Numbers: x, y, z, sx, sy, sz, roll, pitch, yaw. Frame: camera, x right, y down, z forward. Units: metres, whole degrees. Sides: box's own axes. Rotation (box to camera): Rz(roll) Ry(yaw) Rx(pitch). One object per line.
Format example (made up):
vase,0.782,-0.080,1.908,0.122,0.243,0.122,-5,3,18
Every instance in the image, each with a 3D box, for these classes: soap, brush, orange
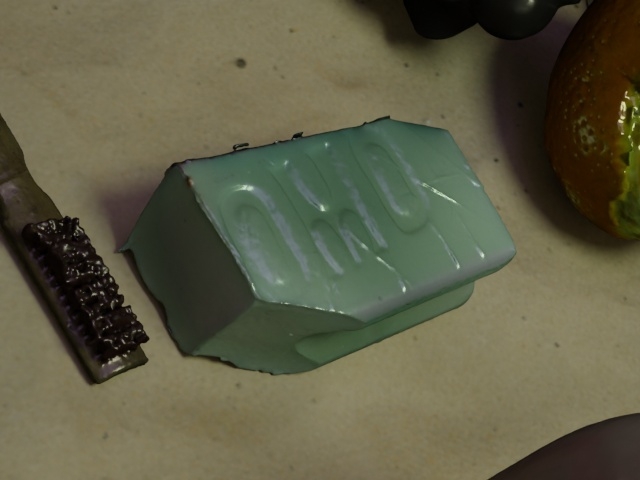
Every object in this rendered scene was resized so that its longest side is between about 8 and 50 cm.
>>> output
soap,0.000,0.000,0.936,0.230,0.091,0.145,-20,72,-37
brush,-0.183,-0.024,0.886,0.043,0.036,0.248,-22,74,-41
orange,0.269,-0.119,1.088,0.179,0.237,0.158,13,21,-42

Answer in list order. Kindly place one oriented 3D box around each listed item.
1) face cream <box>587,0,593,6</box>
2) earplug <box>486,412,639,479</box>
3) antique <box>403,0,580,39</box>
face cream,0.371,-0.234,1.225,0.218,0.179,0.218,14,56,-21
earplug,0.147,0.180,0.768,0.172,0.301,0.172,14,56,-22
antique,0.111,-0.293,1.109,0.322,0.185,0.255,27,41,11
